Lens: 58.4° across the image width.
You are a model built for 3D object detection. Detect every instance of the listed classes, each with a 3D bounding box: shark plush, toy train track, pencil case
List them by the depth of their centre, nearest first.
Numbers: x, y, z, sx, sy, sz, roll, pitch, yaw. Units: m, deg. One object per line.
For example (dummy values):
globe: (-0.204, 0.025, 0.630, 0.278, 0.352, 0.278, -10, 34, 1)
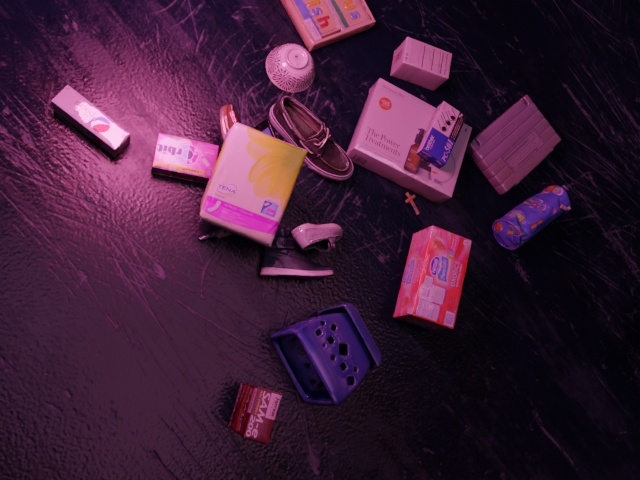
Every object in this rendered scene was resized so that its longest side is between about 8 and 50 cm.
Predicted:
shark plush: (-0.288, -0.042, 1.713, 0.161, 0.073, 0.067, -37, 72, -2)
toy train track: (0.309, -0.124, 1.941, 0.048, 0.014, 0.083, -33, 96, -29)
pencil case: (0.754, -0.084, 2.023, 0.306, 0.133, 0.119, -30, 123, -21)

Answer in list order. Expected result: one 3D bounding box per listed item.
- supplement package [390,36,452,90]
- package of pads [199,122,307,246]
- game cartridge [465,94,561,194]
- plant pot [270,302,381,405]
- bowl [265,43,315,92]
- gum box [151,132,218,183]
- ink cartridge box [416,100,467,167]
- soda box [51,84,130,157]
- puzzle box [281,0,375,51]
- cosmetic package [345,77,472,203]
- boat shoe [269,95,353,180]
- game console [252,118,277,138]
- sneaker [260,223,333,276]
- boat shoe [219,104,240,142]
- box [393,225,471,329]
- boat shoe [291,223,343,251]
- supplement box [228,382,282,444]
supplement package: (0.352, -0.616, 2.007, 0.179, 0.105, 0.105, 15, 74, -16)
package of pads: (-0.196, -0.159, 1.618, 0.229, 0.101, 0.297, 22, 90, -10)
game cartridge: (0.709, -0.350, 2.102, 0.355, 0.068, 0.230, -39, 97, -22)
plant pot: (0.025, 0.316, 1.639, 0.212, 0.236, 0.236, -28, 88, -28)
bowl: (-0.087, -0.576, 1.861, 0.170, 0.080, 0.170, 4, 77, -17)
gum box: (-0.394, -0.239, 1.694, 0.188, 0.062, 0.107, 10, 76, -17)
ink cartridge box: (0.403, -0.351, 1.901, 0.097, 0.046, 0.207, 30, 70, -10)
soda box: (-0.646, -0.334, 1.620, 0.216, 0.074, 0.069, 38, 69, -8)
puzzle box: (-0.017, -0.872, 1.961, 0.272, 0.052, 0.409, -29, 89, -23)
cosmetic package: (0.303, -0.333, 1.939, 0.377, 0.097, 0.284, 24, 69, -13)
boat shoe: (-0.023, -0.317, 1.807, 0.335, 0.119, 0.121, 39, 69, -8)
game console: (-0.193, -0.299, 1.774, 0.071, 0.107, 0.122, -19, 86, -50)
sneaker: (-0.065, 0.034, 1.739, 0.226, 0.086, 0.163, 6, 79, -18)
boat shoe: (-0.212, -0.255, 1.720, 0.116, 0.123, 0.324, -19, 95, 0)
box: (0.356, 0.124, 1.835, 0.154, 0.142, 0.300, 20, 73, -14)
boat shoe: (0.000, -0.001, 1.727, 0.227, 0.079, 0.081, 0, 61, -55)
supplement box: (-0.178, 0.456, 1.530, 0.073, 0.239, 0.130, 20, 73, -14)
